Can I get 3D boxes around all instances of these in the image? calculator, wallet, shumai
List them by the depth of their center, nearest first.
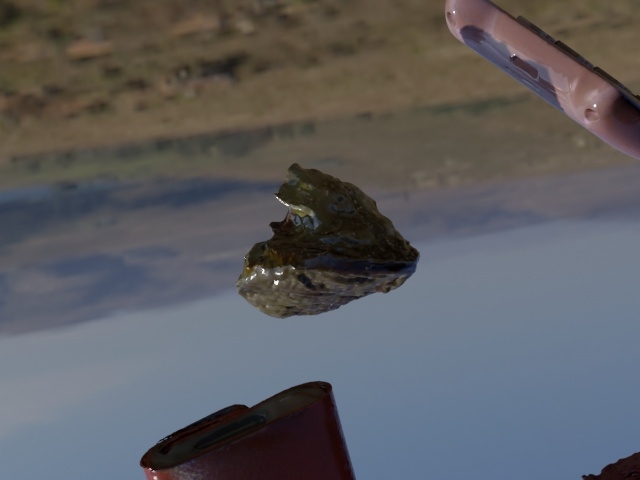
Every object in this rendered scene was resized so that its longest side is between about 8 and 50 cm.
[{"bbox_3d":[-0.035,0.209,1.217,0.142,0.204,0.045,-23,-151,-14],"label":"wallet"},{"bbox_3d":[0.009,0.008,1.375,0.139,0.105,0.123,16,156,-8],"label":"shumai"},{"bbox_3d":[0.224,-0.128,1.460,0.220,0.048,0.330,37,-169,25],"label":"calculator"}]

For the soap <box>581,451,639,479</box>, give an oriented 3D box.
[{"bbox_3d":[0.310,0.275,1.421,0.250,0.162,0.099,34,-177,-26],"label":"soap"}]
